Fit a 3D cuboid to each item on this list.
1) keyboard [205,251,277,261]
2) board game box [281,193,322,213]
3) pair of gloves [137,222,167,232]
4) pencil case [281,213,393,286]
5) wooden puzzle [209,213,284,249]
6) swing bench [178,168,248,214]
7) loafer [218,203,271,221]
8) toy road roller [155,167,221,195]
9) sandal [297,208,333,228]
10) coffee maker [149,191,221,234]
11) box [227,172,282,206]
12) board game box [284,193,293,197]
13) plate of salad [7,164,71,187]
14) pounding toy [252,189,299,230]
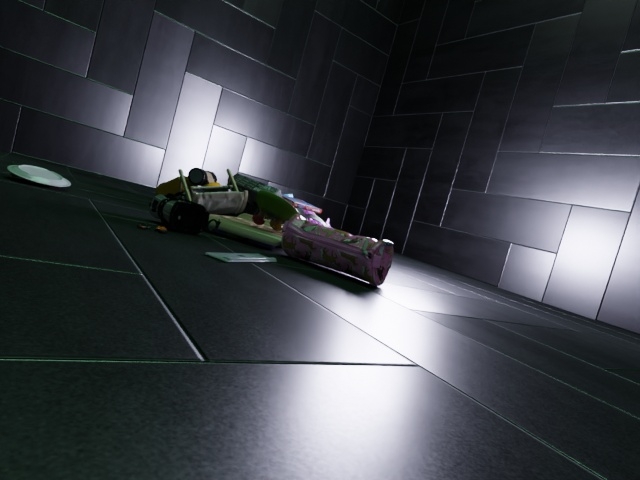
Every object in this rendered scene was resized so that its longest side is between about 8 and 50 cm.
[{"bbox_3d":[-0.210,0.047,1.155,0.072,0.014,0.256,12,2,23],"label":"keyboard"},{"bbox_3d":[-0.118,-0.192,2.151,0.145,0.027,0.281,29,9,28],"label":"board game box"},{"bbox_3d":[-0.487,-0.036,1.218,0.083,0.010,0.074,11,7,-26],"label":"pair of gloves"},{"bbox_3d":[0.049,0.027,1.413,0.386,0.167,0.160,17,37,30],"label":"pencil case"},{"bbox_3d":[-0.251,-0.030,1.660,0.322,0.081,0.348,16,8,11],"label":"wooden puzzle"},{"bbox_3d":[-0.506,-0.207,1.941,0.253,0.165,0.255,-5,36,-33],"label":"swing bench"},{"bbox_3d":[-0.364,-0.102,2.064,0.365,0.134,0.130,19,-30,37],"label":"loafer"},{"bbox_3d":[-0.695,-0.237,2.285,0.329,0.241,0.202,-22,0,6],"label":"toy road roller"},{"bbox_3d":[-0.005,-0.090,2.226,0.169,0.102,0.416,22,22,-46],"label":"sandal"},{"bbox_3d":[-0.459,-0.082,1.403,0.178,0.120,0.171,21,-17,47],"label":"coffee maker"},{"bbox_3d":[-0.308,-0.184,2.108,0.307,0.076,0.243,25,-36,31],"label":"box"},{"bbox_3d":[-0.356,-0.200,2.447,0.253,0.079,0.336,-9,1,-41],"label":"board game box"},{"bbox_3d":[-1.031,-0.229,1.542,0.199,0.048,0.200,23,11,-5],"label":"plate of salad"},{"bbox_3d":[-0.167,-0.079,1.594,0.182,0.110,0.237,14,-23,47],"label":"pounding toy"}]
